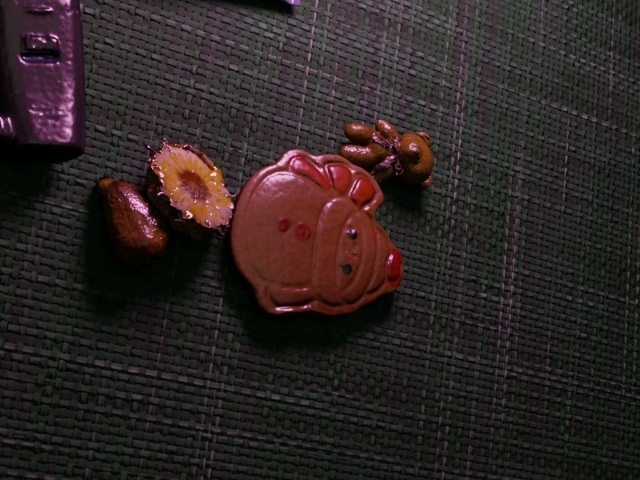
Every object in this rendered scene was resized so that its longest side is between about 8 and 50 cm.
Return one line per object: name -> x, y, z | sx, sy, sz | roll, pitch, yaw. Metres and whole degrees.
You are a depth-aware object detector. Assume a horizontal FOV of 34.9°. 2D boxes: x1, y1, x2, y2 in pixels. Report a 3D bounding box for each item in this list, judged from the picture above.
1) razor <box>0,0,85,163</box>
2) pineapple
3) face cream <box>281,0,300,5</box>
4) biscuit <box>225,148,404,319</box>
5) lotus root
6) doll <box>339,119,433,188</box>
razor -> -0.503, -0.300, 1.772 | 0.189, 0.107, 0.327 | -1, 80, -28
pineapple -> -0.244, -0.095, 1.861 | 0.221, 0.047, 0.221 | 33, 38, -31
face cream -> -0.209, -0.554, 2.002 | 0.385, 0.086, 0.136 | 2, 78, -32
biscuit -> 0.000, 0.000, 2.000 | 0.381, 0.074, 0.359 | 19, 73, -20
lotus root -> -0.340, -0.039, 1.812 | 0.108, 0.094, 0.191 | -26, 88, -47
doll -> 0.144, -0.181, 2.098 | 0.209, 0.097, 0.137 | 8, 81, -21
